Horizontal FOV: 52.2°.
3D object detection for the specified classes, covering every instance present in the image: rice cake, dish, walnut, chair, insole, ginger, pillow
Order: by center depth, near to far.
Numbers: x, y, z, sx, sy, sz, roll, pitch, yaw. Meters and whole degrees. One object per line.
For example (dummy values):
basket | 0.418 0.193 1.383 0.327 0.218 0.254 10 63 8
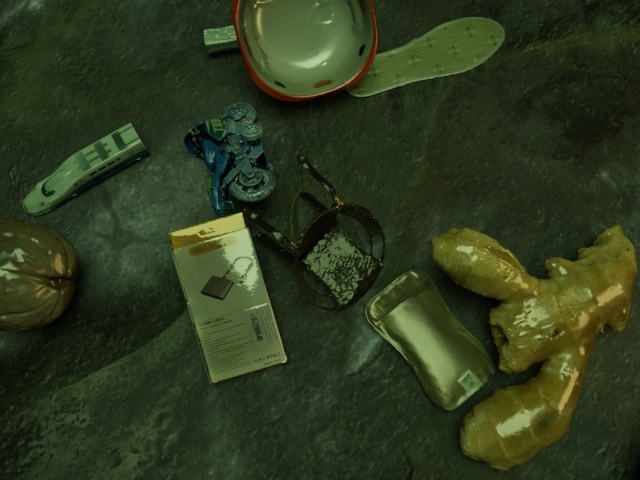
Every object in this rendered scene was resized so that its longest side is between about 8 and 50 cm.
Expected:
ginger | 0.355 0.142 0.990 0.348 0.122 0.363 -9 81 -10
walnut | -0.495 0.051 1.022 0.230 0.178 0.178 13 74 11
chair | 0.000 0.000 1.035 0.213 0.149 0.174 42 77 8
pillow | 0.177 0.154 1.037 0.130 0.033 0.217 -37 78 -14
dish | -0.031 -0.372 1.124 0.256 0.117 0.256 -3 113 -8
insole | 0.190 -0.337 1.197 0.322 0.007 0.109 -19 73 -5
rice cake | -0.094 -0.389 1.198 0.245 0.045 0.042 -16 74 -3

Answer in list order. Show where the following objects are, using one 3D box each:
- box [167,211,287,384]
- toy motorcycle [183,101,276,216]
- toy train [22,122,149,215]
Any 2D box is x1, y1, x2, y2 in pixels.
box | -0.145 0.090 1.028 0.129 0.033 0.247 -15 92 -1
toy motorcycle | -0.155 -0.143 1.091 0.135 0.092 0.254 -17 49 -3
toy train | -0.412 -0.118 1.124 0.233 0.051 0.052 -31 71 -8
